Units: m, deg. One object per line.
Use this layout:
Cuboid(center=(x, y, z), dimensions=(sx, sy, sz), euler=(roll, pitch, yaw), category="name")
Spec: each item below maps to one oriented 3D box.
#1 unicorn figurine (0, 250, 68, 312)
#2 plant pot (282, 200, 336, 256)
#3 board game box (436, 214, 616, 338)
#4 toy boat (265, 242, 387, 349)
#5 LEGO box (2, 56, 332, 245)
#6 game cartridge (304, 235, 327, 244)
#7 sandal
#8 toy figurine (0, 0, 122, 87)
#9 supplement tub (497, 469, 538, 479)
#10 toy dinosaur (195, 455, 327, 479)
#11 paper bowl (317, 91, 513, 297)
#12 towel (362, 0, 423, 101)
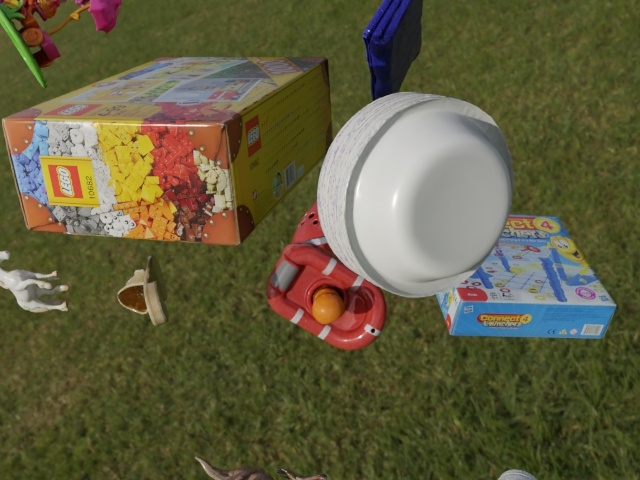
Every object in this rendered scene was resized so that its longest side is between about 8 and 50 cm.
Cuboid(center=(-0.465, 0.067, 1.184), dimensions=(0.111, 0.162, 0.060), euler=(0, 38, 4), category="unicorn figurine")
Cuboid(center=(0.017, 0.023, 1.821), dimensions=(0.191, 0.191, 0.174), euler=(5, 49, 42), category="plant pot")
Cuboid(center=(0.377, 0.062, 1.497), dimensions=(0.308, 0.086, 0.302), euler=(2, 35, -10), category="board game box")
Cuboid(center=(0.015, 0.114, 1.374), dimensions=(0.151, 0.231, 0.151), euler=(-58, 8, 9), category="toy boat")
Cuboid(center=(-0.225, -0.184, 1.316), dimensions=(0.372, 0.193, 0.500), euler=(4, 25, 16), category="LEGO box")
Cuboid(center=(0.000, 0.000, 1.587), dimensions=(0.056, 0.017, 0.083), euler=(-17, 3, -24), category="game cartridge")
Cuboid(center=(-0.312, 0.089, 1.289), dimensions=(0.079, 0.088, 0.240), euler=(-18, 19, -8), category="sandal")
Cuboid(center=(-0.360, -0.322, 1.037), dimensions=(0.159, 0.130, 0.173), euler=(-34, 72, -13), category="toy figurine")
Cuboid(center=(0.276, 0.388, 1.073), dimensions=(0.071, 0.071, 0.107), euler=(-8, 15, 29), category="supplement tub")
Cuboid(center=(-0.142, 0.566, 1.718), dimensions=(0.295, 0.127, 0.200), euler=(18, 33, 31), category="toy dinosaur")
Cuboid(center=(0.150, -0.059, 1.047), dimensions=(0.284, 0.284, 0.148), euler=(-36, 28, -14), category="paper bowl")
Cuboid(center=(0.173, -0.475, 1.788), dimensions=(0.076, 0.308, 0.228), euler=(22, 74, 13), category="towel")
